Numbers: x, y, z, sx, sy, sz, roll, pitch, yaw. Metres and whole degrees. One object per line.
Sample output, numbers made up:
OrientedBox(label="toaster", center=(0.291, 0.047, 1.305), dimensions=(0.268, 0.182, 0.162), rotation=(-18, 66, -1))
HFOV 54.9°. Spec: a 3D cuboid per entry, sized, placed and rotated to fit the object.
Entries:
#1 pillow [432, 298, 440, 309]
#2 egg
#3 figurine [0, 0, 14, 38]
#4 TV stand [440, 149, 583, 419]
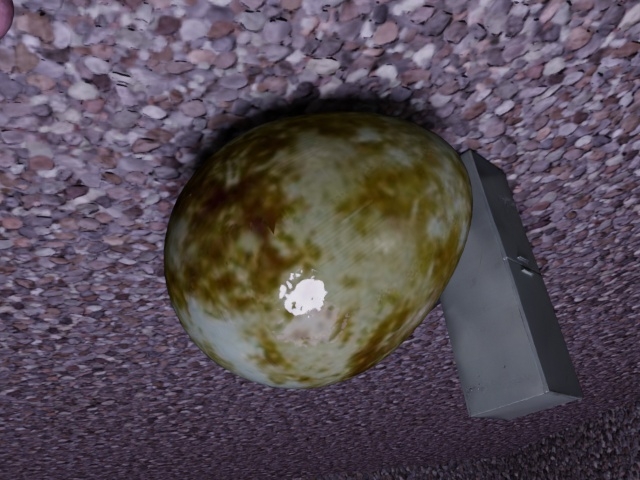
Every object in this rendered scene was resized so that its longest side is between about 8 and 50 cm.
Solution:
OrientedBox(label="pillow", center=(0.051, 0.069, 0.821), dimensions=(0.250, 0.106, 0.186), rotation=(0, 156, -14))
OrientedBox(label="egg", center=(0.000, 0.000, 0.561), dimensions=(0.289, 0.238, 0.238), rotation=(-35, 149, -4))
OrientedBox(label="figurine", center=(-0.247, -0.146, 0.289), dimensions=(0.173, 0.173, 0.173), rotation=(-8, 150, -5))
OrientedBox(label="TV stand", center=(0.180, 0.043, 0.653), dimensions=(0.083, 0.269, 0.088), rotation=(18, 142, -42))
